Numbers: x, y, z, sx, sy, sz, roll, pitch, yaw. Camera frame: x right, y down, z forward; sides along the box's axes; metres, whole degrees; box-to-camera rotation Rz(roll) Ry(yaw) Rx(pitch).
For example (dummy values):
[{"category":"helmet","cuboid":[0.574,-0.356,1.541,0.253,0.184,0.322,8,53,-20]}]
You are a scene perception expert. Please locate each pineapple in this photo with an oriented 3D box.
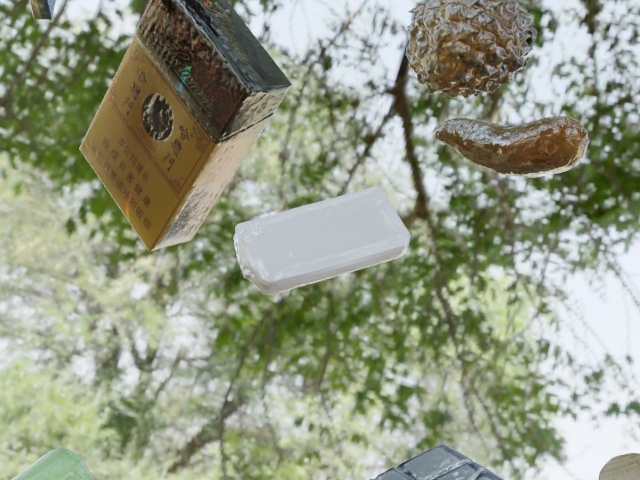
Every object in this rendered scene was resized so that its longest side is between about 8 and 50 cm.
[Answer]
[{"category":"pineapple","cuboid":[0.221,-0.283,1.421,0.193,0.166,0.166,-10,-6,-22]}]

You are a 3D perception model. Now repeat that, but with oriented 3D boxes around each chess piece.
[{"category":"chess piece","cuboid":[0.394,0.308,1.288,0.084,0.083,0.038,0,-54,47]}]

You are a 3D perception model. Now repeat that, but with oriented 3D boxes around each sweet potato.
[{"category":"sweet potato","cuboid":[0.295,-0.147,1.603,0.292,0.097,0.097,6,-19,47]}]

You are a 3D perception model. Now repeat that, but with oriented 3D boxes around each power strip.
[{"category":"power strip","cuboid":[-0.445,-0.417,1.640,0.032,0.123,0.056,1,-37,-2]}]

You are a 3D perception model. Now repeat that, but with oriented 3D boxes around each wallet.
[{"category":"wallet","cuboid":[0.000,0.000,1.093,0.190,0.095,0.033,-17,-33,-22]}]

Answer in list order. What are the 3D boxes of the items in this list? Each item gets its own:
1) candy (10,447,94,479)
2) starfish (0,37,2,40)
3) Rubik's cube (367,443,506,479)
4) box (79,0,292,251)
[{"category":"candy","cuboid":[-0.484,0.446,1.506,0.142,0.344,0.131,1,-61,54]},{"category":"starfish","cuboid":[-0.574,-0.282,1.619,0.050,0.223,0.217,18,28,20]},{"category":"Rubik's cube","cuboid":[0.127,0.344,0.904,0.264,0.318,0.319,2,-17,2]},{"category":"box","cuboid":[-0.244,-0.213,1.752,0.116,0.264,0.415,-16,-27,-45]}]
